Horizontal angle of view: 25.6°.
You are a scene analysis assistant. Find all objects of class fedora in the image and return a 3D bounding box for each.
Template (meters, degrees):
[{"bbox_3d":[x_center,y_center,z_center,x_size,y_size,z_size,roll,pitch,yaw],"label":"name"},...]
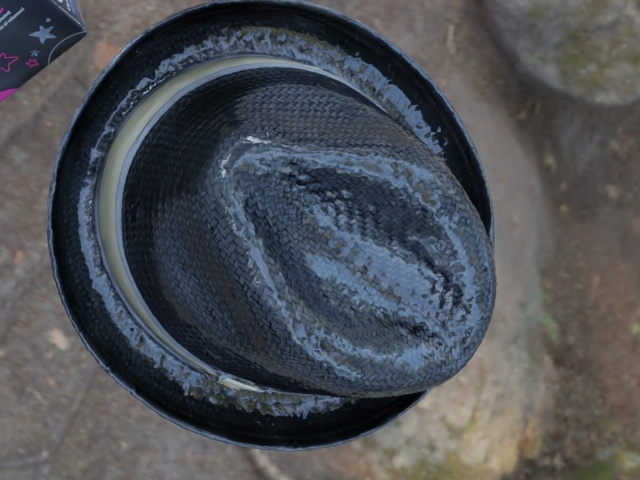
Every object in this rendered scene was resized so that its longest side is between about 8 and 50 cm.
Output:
[{"bbox_3d":[0.000,0.000,0.904,0.334,0.152,0.334,-4,100,-26],"label":"fedora"}]

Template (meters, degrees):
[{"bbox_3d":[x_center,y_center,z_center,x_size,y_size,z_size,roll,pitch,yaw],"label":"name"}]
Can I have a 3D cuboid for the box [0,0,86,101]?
[{"bbox_3d":[-0.318,-0.163,1.010,0.247,0.163,0.142,-34,139,13],"label":"box"}]
